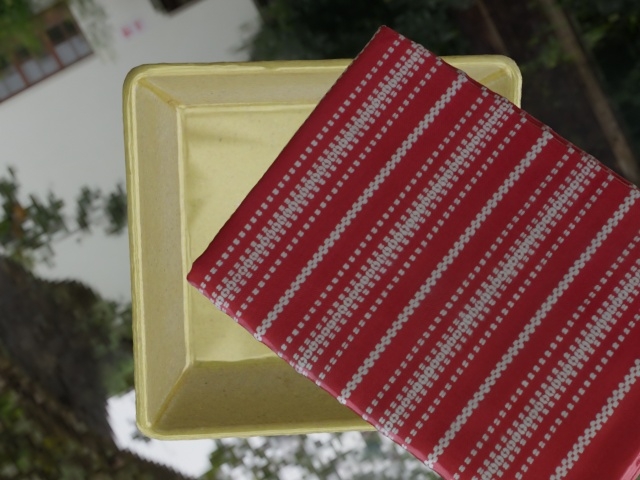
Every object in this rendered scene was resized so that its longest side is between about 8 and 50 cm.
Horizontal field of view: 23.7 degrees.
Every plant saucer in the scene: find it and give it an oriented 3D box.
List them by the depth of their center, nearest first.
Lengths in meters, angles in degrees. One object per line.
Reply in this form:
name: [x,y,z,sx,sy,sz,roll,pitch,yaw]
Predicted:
plant saucer: [0.000,0.000,1.333,0.333,0.332,0.081,-2,-163,-6]

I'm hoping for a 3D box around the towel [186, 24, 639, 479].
towel: [0.088,0.026,0.861,0.199,0.275,0.031,-52,166,-8]
